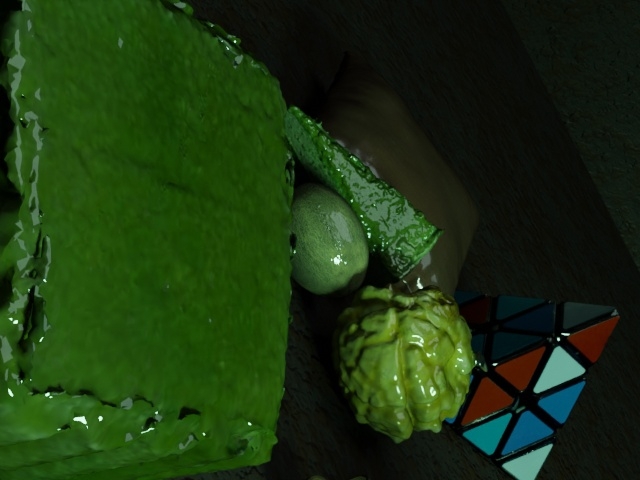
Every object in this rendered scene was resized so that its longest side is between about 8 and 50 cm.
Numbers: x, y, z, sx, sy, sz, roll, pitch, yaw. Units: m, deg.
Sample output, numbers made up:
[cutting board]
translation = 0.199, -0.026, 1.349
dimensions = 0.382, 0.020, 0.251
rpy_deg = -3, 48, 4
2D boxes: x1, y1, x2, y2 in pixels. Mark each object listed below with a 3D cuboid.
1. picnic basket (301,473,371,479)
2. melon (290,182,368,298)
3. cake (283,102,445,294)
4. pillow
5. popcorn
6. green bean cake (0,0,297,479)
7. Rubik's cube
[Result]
[picnic basket]
translation = 0.009, 0.236, 1.202
dimensions = 0.072, 0.083, 0.072
rpy_deg = 47, 25, -30
[melon]
translation = 0.000, 0.000, 1.453
dimensions = 0.131, 0.098, 0.098
rpy_deg = 58, 22, 1
[cake]
translation = 0.013, -0.043, 1.515
dimensions = 0.235, 0.100, 0.099
rpy_deg = 42, 60, -15
[pillow]
translation = 0.090, -0.070, 1.724
dimensions = 0.308, 0.108, 0.305
rpy_deg = 52, 28, -14
[popcorn]
translation = 0.093, 0.127, 1.436
dimensions = 0.173, 0.142, 0.173
rpy_deg = 37, 35, -32
[green bean cake]
translation = -0.173, -0.012, 0.883
dimensions = 0.319, 0.218, 0.335
rpy_deg = 29, 54, -55
[Rubik's cube]
translation = 0.248, 0.133, 1.650
dimensions = 0.250, 0.234, 0.284
rpy_deg = 13, 52, -61
